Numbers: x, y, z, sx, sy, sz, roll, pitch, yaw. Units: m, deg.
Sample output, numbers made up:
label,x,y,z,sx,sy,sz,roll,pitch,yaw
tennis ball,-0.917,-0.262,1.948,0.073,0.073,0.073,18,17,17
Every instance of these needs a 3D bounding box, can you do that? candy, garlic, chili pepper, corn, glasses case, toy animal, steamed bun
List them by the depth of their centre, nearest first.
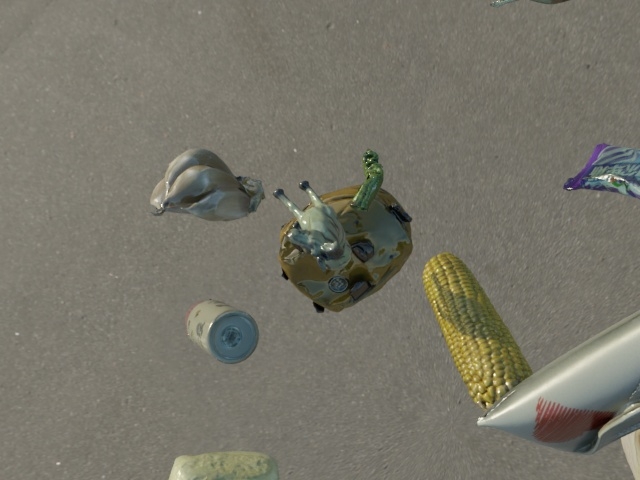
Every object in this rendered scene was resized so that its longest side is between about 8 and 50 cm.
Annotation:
label,x,y,z,sx,sy,sz,roll,pitch,yaw
glasses case,0.284,0.122,0.581,0.308,0.128,0.083,-46,53,35
chili pepper,0.049,-0.062,0.641,0.027,0.022,0.083,-19,41,36
toy animal,0.005,-0.004,0.963,0.073,0.217,0.176,-33,57,3
corn,0.253,0.149,1.057,0.106,0.106,0.305,-24,49,4
steamed bun,-0.199,0.608,1.364,0.290,0.272,0.273,-5,109,-19
candy,0.700,-0.154,1.468,0.145,0.070,0.275,-57,32,-6
garlic,-0.301,-0.111,1.606,0.210,0.292,0.237,-59,45,33

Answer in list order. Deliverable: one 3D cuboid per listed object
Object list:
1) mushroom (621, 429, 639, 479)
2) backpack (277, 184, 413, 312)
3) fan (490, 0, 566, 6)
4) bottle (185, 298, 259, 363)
label,x,y,z,sx,sy,sz,roll,pitch,yaw
mushroom,0.498,0.257,0.831,0.162,0.236,0.173,-8,92,9
backpack,0.072,0.016,1.767,0.378,0.353,0.201,-43,25,13
fan,0.454,-0.530,1.373,0.227,0.153,0.008,10,89,59
bottle,-0.218,0.181,1.336,0.110,0.233,0.109,-2,94,-27
